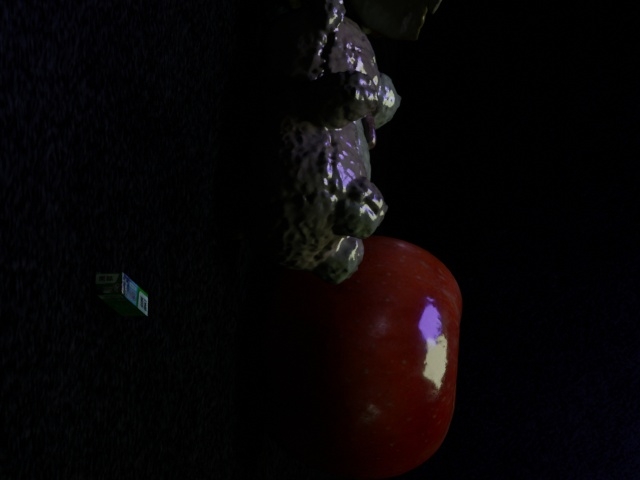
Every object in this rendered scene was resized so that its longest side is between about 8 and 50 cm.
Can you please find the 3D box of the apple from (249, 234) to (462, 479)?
[{"bbox_3d":[0.042,0.127,1.873,0.260,0.216,0.260,5,90,-82],"label":"apple"}]

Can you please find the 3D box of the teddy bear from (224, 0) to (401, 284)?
[{"bbox_3d":[-0.007,-0.098,1.702,0.236,0.151,0.267,119,-16,-55],"label":"teddy bear"}]

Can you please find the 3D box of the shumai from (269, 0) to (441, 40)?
[{"bbox_3d":[0.089,-0.359,1.797,0.330,0.288,0.292,-76,166,-51],"label":"shumai"}]

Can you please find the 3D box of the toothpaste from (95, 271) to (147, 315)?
[{"bbox_3d":[-0.136,0.037,1.199,0.083,0.020,0.017,63,26,-76],"label":"toothpaste"}]
